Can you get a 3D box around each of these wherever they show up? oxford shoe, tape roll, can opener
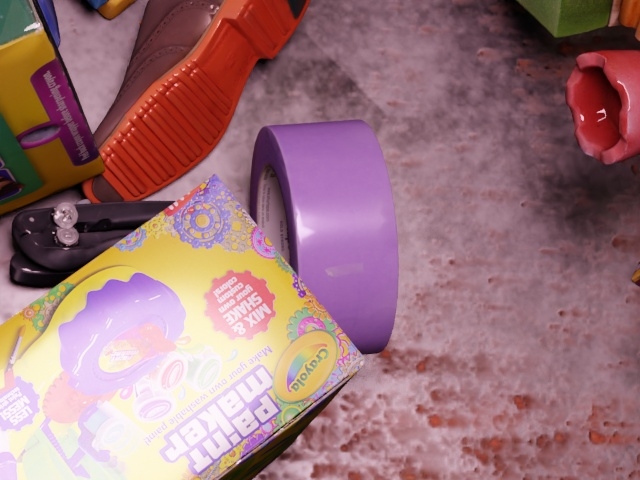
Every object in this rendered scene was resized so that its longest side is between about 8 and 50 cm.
[{"bbox_3d":[-0.120,-0.143,1.605,0.098,0.097,0.271,30,74,35],"label":"oxford shoe"},{"bbox_3d":[0.000,0.000,1.517,0.080,0.189,0.189,-4,74,-12],"label":"tape roll"},{"bbox_3d":[-0.164,-0.009,1.556,0.186,0.073,0.059,-10,74,-24],"label":"can opener"}]

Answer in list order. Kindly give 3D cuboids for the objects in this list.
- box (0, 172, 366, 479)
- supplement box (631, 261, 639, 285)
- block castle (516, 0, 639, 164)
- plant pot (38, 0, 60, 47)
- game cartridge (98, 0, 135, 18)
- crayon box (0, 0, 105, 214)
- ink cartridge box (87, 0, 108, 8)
[{"bbox_3d":[-0.153,0.138,1.397,0.290,0.279,0.177,-36,83,-19],"label":"box"},{"bbox_3d":[0.312,0.005,1.650,0.043,0.055,0.083,31,71,-2],"label":"supplement box"},{"bbox_3d":[0.176,-0.299,1.496,0.212,0.303,0.453,-13,41,-22],"label":"block castle"},{"bbox_3d":[-0.350,-0.263,1.490,0.236,0.236,0.212,-13,68,2],"label":"plant pot"},{"bbox_3d":[-0.190,-0.394,1.677,0.285,0.053,0.324,-42,88,-19],"label":"game cartridge"},{"bbox_3d":[-0.332,-0.077,1.353,0.313,0.363,0.106,-22,79,-5],"label":"crayon box"},{"bbox_3d":[-0.159,-0.250,1.552,0.088,0.122,0.052,-40,87,-19],"label":"ink cartridge box"}]
